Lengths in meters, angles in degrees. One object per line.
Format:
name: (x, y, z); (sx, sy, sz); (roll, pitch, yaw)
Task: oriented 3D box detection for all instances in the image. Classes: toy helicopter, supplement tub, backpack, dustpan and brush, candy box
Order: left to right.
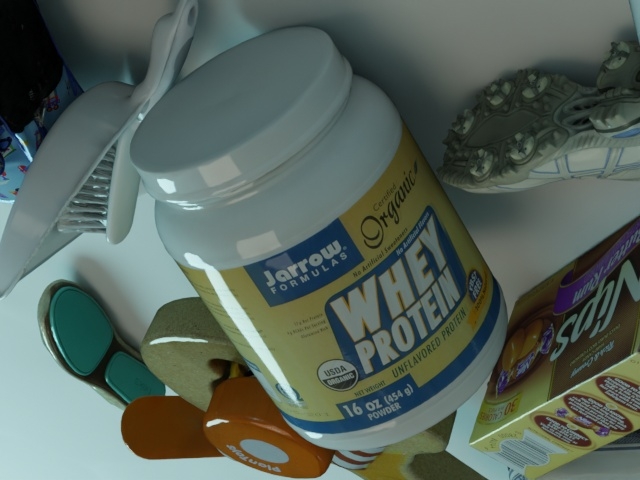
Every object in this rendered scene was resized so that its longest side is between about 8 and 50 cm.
backpack: (-0.218, -0.082, 0.967); (0.158, 0.117, 0.173); (9, 151, 24)
dustpan and brush: (-0.112, -0.060, 0.950); (0.060, 0.147, 0.211); (29, 129, 16)
supplement tub: (0.000, 0.000, 0.907); (0.144, 0.144, 0.200); (-6, 128, 40)
toy helicopter: (0.021, 0.143, 1.161); (0.355, 0.140, 0.235); (36, 149, -29)
candy box: (0.161, 0.058, 0.950); (0.053, 0.109, 0.186); (28, 150, -10)

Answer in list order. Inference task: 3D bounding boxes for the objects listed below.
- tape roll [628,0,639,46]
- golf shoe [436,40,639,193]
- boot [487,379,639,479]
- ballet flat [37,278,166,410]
tape roll: (0.243, -0.078, 0.530); (0.286, 0.100, 0.286); (-12, 173, -1)
golf shoe: (0.138, -0.047, 0.841); (0.086, 0.069, 0.176); (34, 150, -32)
boot: (0.199, 0.120, 1.079); (0.190, 0.086, 0.069); (5, 146, -28)
ballet flat: (-0.178, 0.085, 1.274); (0.052, 0.057, 0.168); (12, 150, 36)
